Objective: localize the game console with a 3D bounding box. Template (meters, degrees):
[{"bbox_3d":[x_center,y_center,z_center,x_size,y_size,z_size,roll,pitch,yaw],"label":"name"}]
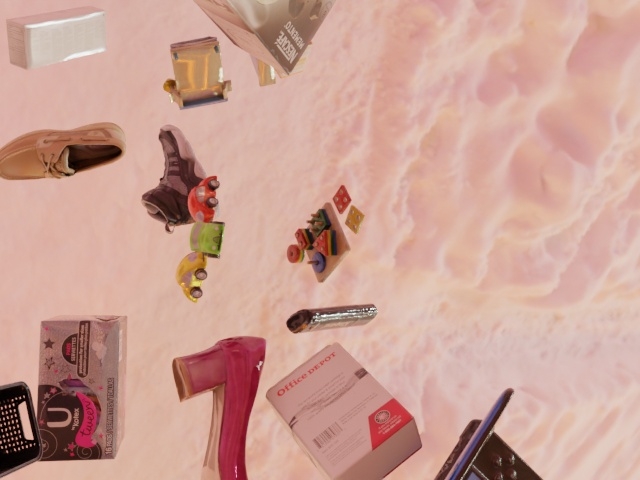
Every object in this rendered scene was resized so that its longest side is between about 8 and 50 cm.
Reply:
[{"bbox_3d":[0.180,0.356,0.779,0.250,0.173,0.293,45,68,-10],"label":"game console"}]

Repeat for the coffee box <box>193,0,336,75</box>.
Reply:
[{"bbox_3d":[-0.087,-0.371,0.930,0.168,0.119,0.297,-58,165,1],"label":"coffee box"}]

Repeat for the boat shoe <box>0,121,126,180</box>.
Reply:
[{"bbox_3d":[-0.677,-0.221,1.748,0.341,0.110,0.121,-18,129,-8],"label":"boat shoe"}]

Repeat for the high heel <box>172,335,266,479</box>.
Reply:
[{"bbox_3d":[-0.083,0.231,0.765,0.117,0.243,0.082,-11,162,-32],"label":"high heel"}]

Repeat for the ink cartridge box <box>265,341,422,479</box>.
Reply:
[{"bbox_3d":[0.023,0.202,0.765,0.109,0.150,0.063,-34,131,-15],"label":"ink cartridge box"}]

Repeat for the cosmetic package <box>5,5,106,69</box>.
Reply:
[{"bbox_3d":[-0.587,-0.459,1.514,0.239,0.061,0.098,-40,148,-53],"label":"cosmetic package"}]

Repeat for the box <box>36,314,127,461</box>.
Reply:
[{"bbox_3d":[-0.440,0.265,1.250,0.142,0.163,0.247,1,87,-10],"label":"box"}]

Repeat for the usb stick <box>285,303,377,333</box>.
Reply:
[{"bbox_3d":[0.032,0.177,1.551,0.077,0.045,0.278,-34,158,32],"label":"usb stick"}]

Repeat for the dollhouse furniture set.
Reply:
[{"bbox_3d":[-0.294,-0.539,1.801,0.304,0.198,0.286,-15,147,-11],"label":"dollhouse furniture set"}]

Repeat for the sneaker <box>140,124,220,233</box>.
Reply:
[{"bbox_3d":[-0.343,-0.139,1.521,0.153,0.268,0.101,-26,158,-14],"label":"sneaker"}]

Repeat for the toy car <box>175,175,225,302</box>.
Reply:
[{"bbox_3d":[-0.208,-0.006,1.169,0.053,0.225,0.238,9,87,-17],"label":"toy car"}]

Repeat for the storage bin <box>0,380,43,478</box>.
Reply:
[{"bbox_3d":[-0.478,0.273,0.939,0.085,0.180,0.121,-16,84,2],"label":"storage bin"}]

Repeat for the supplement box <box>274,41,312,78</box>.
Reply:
[{"bbox_3d":[-0.061,-0.405,1.478,0.062,0.036,0.098,-24,165,-24],"label":"supplement box"}]

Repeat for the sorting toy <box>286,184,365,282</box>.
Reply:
[{"bbox_3d":[0.000,0.000,1.488,0.046,0.132,0.274,0,144,-35],"label":"sorting toy"}]
